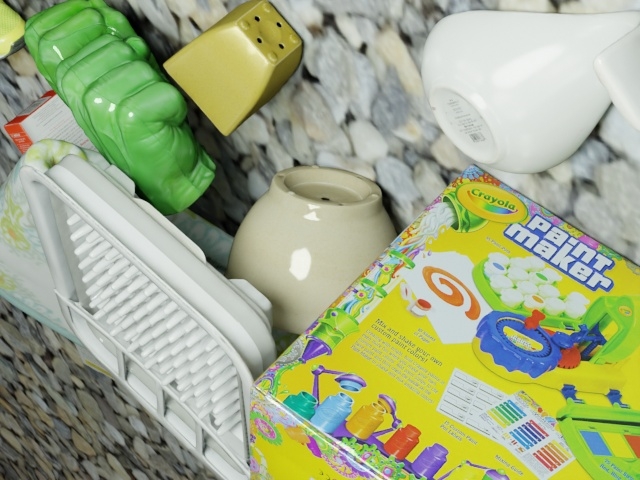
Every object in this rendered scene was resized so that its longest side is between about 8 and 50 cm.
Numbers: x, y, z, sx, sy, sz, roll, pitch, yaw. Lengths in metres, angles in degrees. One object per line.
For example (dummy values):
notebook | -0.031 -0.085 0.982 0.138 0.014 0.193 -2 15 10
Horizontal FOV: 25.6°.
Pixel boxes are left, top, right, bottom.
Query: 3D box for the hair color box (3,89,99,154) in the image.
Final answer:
hair color box | -0.273 -0.088 1.531 0.043 0.072 0.141 -2 126 52

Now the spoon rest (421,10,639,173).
spoon rest | 0.157 -0.107 0.969 0.137 0.084 0.276 55 163 -14

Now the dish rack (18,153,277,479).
dish rack | -0.131 0.074 1.241 0.285 0.072 0.333 41 158 21

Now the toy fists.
toy fists | -0.185 -0.138 1.270 0.142 0.096 0.279 52 178 -37

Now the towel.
towel | -0.178 0.050 1.481 0.374 0.090 0.320 33 151 -12

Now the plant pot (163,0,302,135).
plant pot | -0.064 -0.154 1.176 0.081 0.081 0.083 48 137 -4

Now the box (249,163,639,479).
box | 0.144 0.144 1.075 0.290 0.279 0.177 34 149 21

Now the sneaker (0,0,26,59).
sneaker | -0.384 -0.258 1.451 0.208 0.081 0.094 33 146 22

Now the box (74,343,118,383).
box | -0.277 0.076 1.755 0.100 0.060 0.244 25 145 32

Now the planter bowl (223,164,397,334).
planter bowl | 0.000 0.000 1.230 0.162 0.162 0.109 25 117 33
